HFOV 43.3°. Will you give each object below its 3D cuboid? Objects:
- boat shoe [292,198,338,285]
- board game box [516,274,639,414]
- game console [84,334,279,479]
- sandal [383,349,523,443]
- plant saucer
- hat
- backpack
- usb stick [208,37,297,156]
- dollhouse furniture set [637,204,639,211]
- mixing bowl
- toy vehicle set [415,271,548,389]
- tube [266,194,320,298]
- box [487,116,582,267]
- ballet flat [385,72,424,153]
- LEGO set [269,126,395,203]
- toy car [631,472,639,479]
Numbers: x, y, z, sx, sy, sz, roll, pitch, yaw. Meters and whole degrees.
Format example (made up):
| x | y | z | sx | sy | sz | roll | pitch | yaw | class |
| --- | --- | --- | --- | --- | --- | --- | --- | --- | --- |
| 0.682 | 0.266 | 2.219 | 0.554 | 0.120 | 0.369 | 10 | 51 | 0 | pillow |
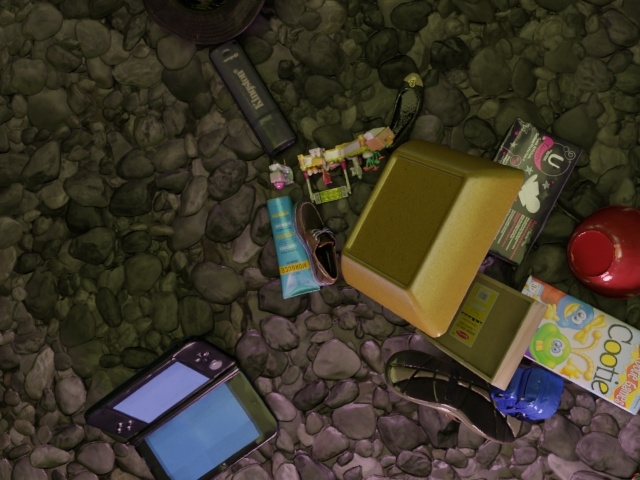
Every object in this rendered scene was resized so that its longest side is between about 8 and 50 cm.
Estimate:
| x | y | z | sx | sy | sz | roll | pitch | yaw | class |
| --- | --- | --- | --- | --- | --- | --- | --- | --- | --- |
| 0.000 | 0.000 | 1.640 | 0.066 | 0.066 | 0.183 | -22 | 94 | -28 | boat shoe |
| 0.483 | 0.189 | 1.518 | 0.275 | 0.144 | 0.142 | 28 | 92 | 10 | board game box |
| -0.277 | 0.367 | 1.632 | 0.293 | 0.250 | 0.173 | -37 | 55 | 6 | game console |
| 0.262 | 0.296 | 1.576 | 0.302 | 0.086 | 0.120 | 26 | 71 | -5 | sandal |
| 0.176 | -0.031 | 1.510 | 0.081 | 0.332 | 0.333 | 26 | 92 | -34 | plant saucer |
| -0.227 | -0.582 | 1.692 | 0.331 | 0.134 | 0.331 | 4 | 105 | 17 | hat |
| 0.386 | 0.285 | 1.506 | 0.101 | 0.120 | 0.098 | 24 | 71 | -20 | backpack |
| -0.144 | -0.304 | 1.706 | 0.077 | 0.045 | 0.278 | -32 | 82 | 7 | usb stick |
| 0.641 | -0.033 | 1.494 | 0.181 | 0.161 | 0.101 | -27 | 82 | 6 | dollhouse furniture set |
| 0.528 | 0.023 | 1.499 | 0.181 | 0.098 | 0.182 | 0 | 90 | 47 | mixing bowl |
| 0.293 | 0.149 | 1.509 | 0.035 | 0.267 | 0.166 | 26 | 93 | -28 | toy vehicle set |
| -0.063 | 0.012 | 1.676 | 0.080 | 0.052 | 0.207 | -14 | 90 | 16 | tube |
| 0.371 | -0.085 | 1.544 | 0.142 | 0.163 | 0.247 | 29 | 92 | 7 | box |
| 0.173 | -0.259 | 1.645 | 0.057 | 0.049 | 0.173 | 16 | 89 | 10 | ballet flat |
| 0.045 | -0.142 | 1.620 | 0.287 | 0.132 | 0.107 | -13 | 90 | 31 | LEGO set |
| 0.574 | 0.475 | 1.532 | 0.122 | 0.060 | 0.041 | -21 | 52 | 2 | toy car |
